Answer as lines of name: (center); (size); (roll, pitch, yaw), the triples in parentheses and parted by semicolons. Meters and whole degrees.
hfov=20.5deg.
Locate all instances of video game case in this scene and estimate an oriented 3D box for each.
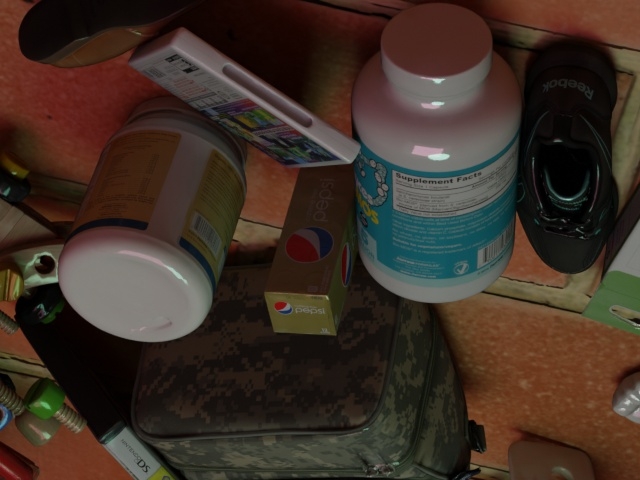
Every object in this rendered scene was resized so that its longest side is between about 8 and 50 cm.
video game case: (-0.209, 0.210, 1.918); (0.035, 0.275, 0.248); (-40, 127, -5)
video game case: (-0.071, -0.121, 1.546); (0.183, 0.023, 0.201); (33, 172, -15)

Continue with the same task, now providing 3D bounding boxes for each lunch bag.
lunch bag: (-0.006, 0.167, 1.821); (0.305, 0.212, 0.256); (-5, 149, 22)

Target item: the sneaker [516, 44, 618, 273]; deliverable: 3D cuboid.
sneaker: (0.211, -0.048, 1.569); (0.101, 0.106, 0.267); (2, 140, 12)

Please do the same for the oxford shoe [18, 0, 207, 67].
oxford shoe: (-0.161, -0.205, 1.549); (0.212, 0.076, 0.076); (-17, 161, 30)

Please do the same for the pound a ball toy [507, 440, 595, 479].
pound a ball toy: (0.242, 0.374, 1.927); (0.136, 0.319, 0.208); (12, 130, -13)

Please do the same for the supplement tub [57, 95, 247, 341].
supplement tub: (-0.149, -0.022, 1.639); (0.144, 0.199, 0.144); (9, 140, 8)

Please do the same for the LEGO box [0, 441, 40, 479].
LEGO box: (-0.633, 0.225, 2.018); (0.500, 0.193, 0.372); (36, 153, -23)

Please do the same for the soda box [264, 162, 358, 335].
soda box: (0.000, 0.000, 1.631); (0.061, 0.181, 0.058); (3, 139, 14)

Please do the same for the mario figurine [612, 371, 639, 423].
mario figurine: (0.375, 0.259, 1.817); (0.198, 0.170, 0.320); (18, 149, 19)

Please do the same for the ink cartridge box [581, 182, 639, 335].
ink cartridge box: (0.328, 0.006, 1.626); (0.109, 0.062, 0.209); (18, 141, -3)

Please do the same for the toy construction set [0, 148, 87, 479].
toy construction set: (-0.332, 0.057, 1.716); (0.257, 0.309, 0.237); (-33, 120, 26)

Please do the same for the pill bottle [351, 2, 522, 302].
pill bottle: (0.100, -0.078, 1.537); (0.146, 0.146, 0.264); (7, 139, 10)
